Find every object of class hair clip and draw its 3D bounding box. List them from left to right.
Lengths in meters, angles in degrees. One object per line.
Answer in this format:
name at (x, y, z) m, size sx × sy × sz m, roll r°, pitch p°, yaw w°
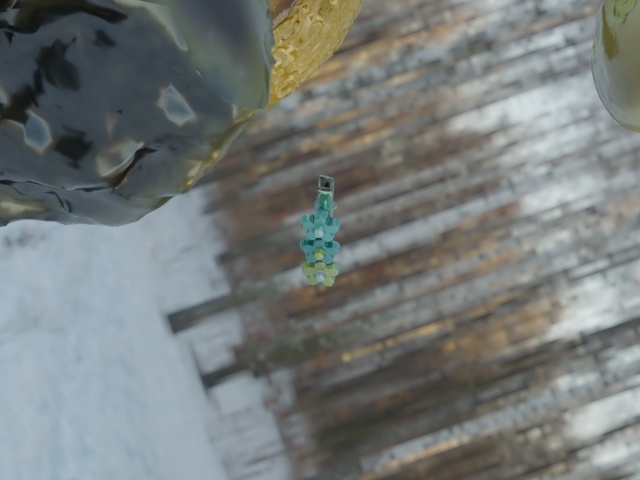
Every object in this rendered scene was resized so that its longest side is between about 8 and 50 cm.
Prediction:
hair clip at (-0.001, 0.000, 2.108) m, size 0.173 × 0.049 × 0.049 m, roll 90°, pitch -13°, yaw -45°

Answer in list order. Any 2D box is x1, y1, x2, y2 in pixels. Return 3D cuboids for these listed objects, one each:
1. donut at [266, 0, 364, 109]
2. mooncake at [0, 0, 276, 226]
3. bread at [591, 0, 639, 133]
donut at (-0.150, -0.278, 1.872) m, size 0.435 × 0.377 × 0.163 m, roll 40°, pitch -5°, yaw 36°
mooncake at (-0.231, -0.155, 1.182) m, size 0.394 × 0.246 × 0.393 m, roll 52°, pitch 47°, yaw -14°
bread at (0.378, -0.181, 1.531) m, size 0.333 × 0.333 × 0.160 m, roll 70°, pitch 11°, yaw -83°
